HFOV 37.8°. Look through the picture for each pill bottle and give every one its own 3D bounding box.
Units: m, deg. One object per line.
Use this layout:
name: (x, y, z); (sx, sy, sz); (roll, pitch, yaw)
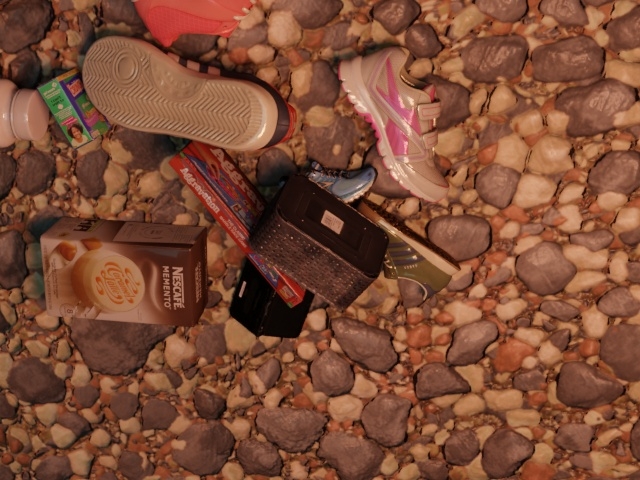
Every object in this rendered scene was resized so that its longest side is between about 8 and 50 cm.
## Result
pill bottle: (-0.527, -0.200, 1.441); (0.193, 0.108, 0.108); (5, 111, 6)

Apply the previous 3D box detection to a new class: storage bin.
storage bin: (0.000, 0.000, 1.370); (0.180, 0.122, 0.084); (35, 128, -10)

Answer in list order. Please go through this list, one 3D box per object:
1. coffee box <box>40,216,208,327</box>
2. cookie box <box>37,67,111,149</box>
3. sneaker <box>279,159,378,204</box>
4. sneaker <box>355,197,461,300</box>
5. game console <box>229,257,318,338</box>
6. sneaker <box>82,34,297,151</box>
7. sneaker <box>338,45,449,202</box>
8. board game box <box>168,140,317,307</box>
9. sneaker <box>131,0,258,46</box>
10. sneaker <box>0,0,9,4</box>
coffee box: (-0.313, 0.049, 1.508); (0.246, 0.098, 0.141); (3, 111, 7)
cookie box: (-0.374, -0.202, 1.426); (0.040, 0.092, 0.107); (-25, 105, 14)
sneaker: (0.008, -0.089, 1.428); (0.162, 0.063, 0.073); (-14, 105, 13)
sneaker: (0.119, 0.022, 1.450); (0.192, 0.064, 0.086); (34, 107, -8)
game console: (-0.078, 0.094, 1.534); (0.107, 0.071, 0.122); (35, 119, 27)
sneaker: (-0.192, -0.210, 1.388); (0.350, 0.148, 0.131); (24, 104, 23)
sneaker: (0.130, -0.172, 1.356); (0.111, 0.103, 0.252); (-27, 105, 19)
board game box: (-0.111, -0.038, 1.420); (0.027, 0.145, 0.281); (-35, 102, 19)
sneaker: (-0.125, -0.366, 1.332); (0.314, 0.116, 0.136); (-11, 119, 20)
sneaker: (-0.499, -0.454, 1.360); (0.106, 0.078, 0.234); (-18, 108, 8)
